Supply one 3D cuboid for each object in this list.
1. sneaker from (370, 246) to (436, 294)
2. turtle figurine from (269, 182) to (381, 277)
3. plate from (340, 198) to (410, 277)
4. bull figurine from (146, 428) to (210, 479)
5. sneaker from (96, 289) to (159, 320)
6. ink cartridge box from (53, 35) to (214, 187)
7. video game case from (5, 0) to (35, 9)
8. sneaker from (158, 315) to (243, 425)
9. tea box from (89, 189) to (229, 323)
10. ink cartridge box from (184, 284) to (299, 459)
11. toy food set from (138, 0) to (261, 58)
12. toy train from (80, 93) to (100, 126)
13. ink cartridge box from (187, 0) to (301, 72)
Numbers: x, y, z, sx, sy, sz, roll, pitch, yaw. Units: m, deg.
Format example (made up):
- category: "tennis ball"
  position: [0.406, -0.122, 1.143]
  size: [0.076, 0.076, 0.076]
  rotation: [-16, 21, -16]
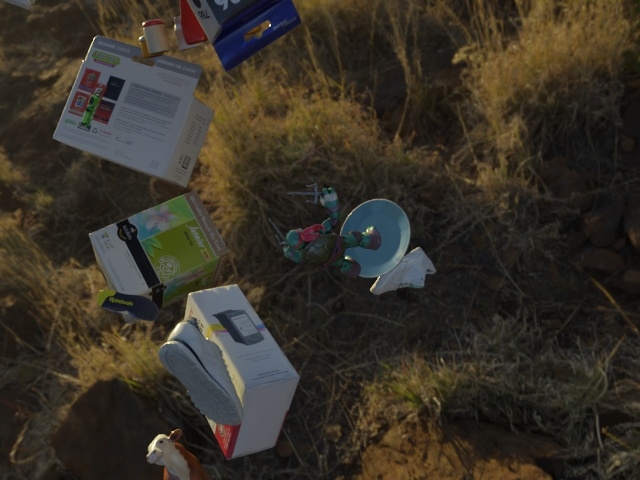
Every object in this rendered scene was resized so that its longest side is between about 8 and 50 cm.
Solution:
- category: "sneaker"
  position: [0.223, 0.096, 1.656]
  size: [0.212, 0.080, 0.094]
  rotation: [-31, 72, -35]
- category: "turtle figurine"
  position: [0.000, 0.000, 1.189]
  size: [0.175, 0.234, 0.118]
  rotation: [-40, 49, 31]
- category: "plate"
  position: [0.127, -0.004, 1.474]
  size: [0.188, 0.024, 0.188]
  rotation: [-11, 70, 31]
- category: "bull figurine"
  position: [-0.295, 0.560, 1.425]
  size: [0.101, 0.310, 0.188]
  rotation: [-26, 48, -15]
- category: "sneaker"
  position: [-0.449, 0.152, 1.494]
  size: [0.144, 0.059, 0.053]
  rotation: [21, 70, -13]
- category: "ink cartridge box"
  position: [-0.428, -0.306, 1.515]
  size: [0.310, 0.130, 0.271]
  rotation: [20, 89, 14]
- category: "video game case"
  position: [-0.515, -0.482, 1.043]
  size: [0.173, 0.022, 0.190]
  rotation: [20, 70, -1]
- category: "sneaker"
  position: [-0.206, 0.253, 1.207]
  size: [0.090, 0.235, 0.094]
  rotation: [-14, 27, 25]
- category: "tea box"
  position: [-0.472, 0.055, 1.881]
  size: [0.324, 0.329, 0.220]
  rotation: [-27, 81, -20]
- category: "ink cartridge box"
  position: [-0.192, 0.281, 1.401]
  size: [0.131, 0.226, 0.306]
  rotation: [-8, 39, -34]
- category: "toy food set"
  position: [-0.238, -0.411, 1.168]
  size: [0.232, 0.104, 0.111]
  rotation: [-10, 14, 11]
- category: "toy train"
  position: [-0.504, -0.283, 1.392]
  size: [0.017, 0.083, 0.023]
  rotation: [35, 28, 2]
- category: "ink cartridge box"
  position: [-0.138, -0.419, 0.880]
  size: [0.165, 0.332, 0.065]
  rotation: [-42, 32, -21]
